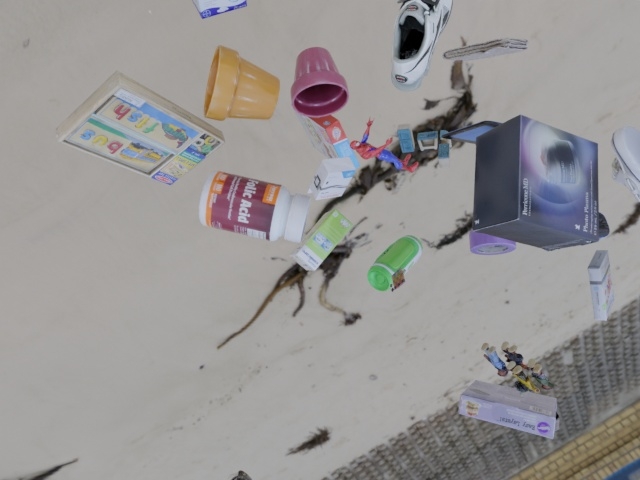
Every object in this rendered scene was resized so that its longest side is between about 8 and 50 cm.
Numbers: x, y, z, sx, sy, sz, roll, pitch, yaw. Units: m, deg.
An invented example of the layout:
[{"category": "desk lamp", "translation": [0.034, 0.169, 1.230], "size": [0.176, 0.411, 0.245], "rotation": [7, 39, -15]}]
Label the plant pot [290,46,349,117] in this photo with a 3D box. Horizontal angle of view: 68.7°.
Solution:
[{"category": "plant pot", "translation": [-0.011, -0.564, 1.643], "size": [0.201, 0.180, 0.201], "rotation": [-7, 162, -2]}]

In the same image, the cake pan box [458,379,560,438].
[{"category": "cake pan box", "translation": [0.575, 0.499, 1.412], "size": [0.246, 0.267, 0.070], "rotation": [7, 89, -63]}]

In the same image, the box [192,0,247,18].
[{"category": "box", "translation": [-0.256, -0.635, 1.146], "size": [0.126, 0.072, 0.137], "rotation": [-23, 160, -12]}]

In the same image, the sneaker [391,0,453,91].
[{"category": "sneaker", "translation": [0.248, -0.551, 1.148], "size": [0.146, 0.123, 0.330], "rotation": [23, 79, -73]}]

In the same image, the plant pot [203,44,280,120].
[{"category": "plant pot", "translation": [-0.227, -0.440, 1.373], "size": [0.188, 0.205, 0.205], "rotation": [10, 131, -22]}]

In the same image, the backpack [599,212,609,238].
[{"category": "backpack", "translation": [0.853, -0.042, 1.506], "size": [0.114, 0.105, 0.084], "rotation": [-5, 163, -4]}]

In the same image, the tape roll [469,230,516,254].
[{"category": "tape roll", "translation": [0.740, 0.001, 2.019], "size": [0.189, 0.080, 0.189], "rotation": [1, 162, 0]}]

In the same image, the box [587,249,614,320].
[{"category": "box", "translation": [0.909, 0.143, 1.516], "size": [0.145, 0.038, 0.186], "rotation": [-31, 112, -44]}]

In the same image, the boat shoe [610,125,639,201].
[{"category": "boat shoe", "translation": [0.734, -0.168, 1.100], "size": [0.268, 0.096, 0.088], "rotation": [26, 158, -31]}]

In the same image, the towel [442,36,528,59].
[{"category": "towel", "translation": [0.653, -0.749, 1.849], "size": [0.187, 0.282, 0.049], "rotation": [-16, 107, -39]}]

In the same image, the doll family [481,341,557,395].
[{"category": "doll family", "translation": [0.470, 0.309, 1.121], "size": [0.076, 0.193, 0.111], "rotation": [-43, 119, 0]}]

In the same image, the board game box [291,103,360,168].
[{"category": "board game box", "translation": [0.019, -0.435, 1.927], "size": [0.064, 0.316, 0.242], "rotation": [-37, 134, -5]}]

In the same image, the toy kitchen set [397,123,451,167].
[{"category": "toy kitchen set", "translation": [0.418, -0.384, 1.900], "size": [0.207, 0.166, 0.122], "rotation": [-2, 141, 22]}]

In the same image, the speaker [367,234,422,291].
[{"category": "speaker", "translation": [0.320, 0.092, 1.990], "size": [0.296, 0.131, 0.131], "rotation": [-39, 156, -41]}]

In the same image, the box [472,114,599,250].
[{"category": "box", "translation": [0.600, -0.149, 1.306], "size": [0.294, 0.296, 0.183], "rotation": [11, 166, -20]}]

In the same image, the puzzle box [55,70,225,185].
[{"category": "puzzle box", "translation": [-0.522, -0.312, 1.407], "size": [0.272, 0.052, 0.409], "rotation": [-32, 155, 21]}]

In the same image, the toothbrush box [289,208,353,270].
[{"category": "toothbrush box", "translation": [0.000, 0.000, 2.210], "size": [0.283, 0.122, 0.206], "rotation": [-51, -172, -10]}]

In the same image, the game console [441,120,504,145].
[{"category": "game console", "translation": [0.600, -0.304, 1.636], "size": [0.173, 0.250, 0.293], "rotation": [-26, -171, -12]}]

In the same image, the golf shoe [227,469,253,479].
[{"category": "golf shoe", "translation": [-0.152, 0.463, 0.844], "size": [0.077, 0.094, 0.198], "rotation": [-37, 146, -19]}]

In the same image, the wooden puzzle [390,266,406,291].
[{"category": "wooden puzzle", "translation": [0.227, 0.112, 1.366], "size": [0.006, 0.049, 0.083], "rotation": [12, 141, -24]}]

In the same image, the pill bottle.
[{"category": "pill bottle", "translation": [-0.246, -0.123, 1.806], "size": [0.392, 0.224, 0.224], "rotation": [13, 136, -1]}]

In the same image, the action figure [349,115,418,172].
[{"category": "action figure", "translation": [0.233, -0.334, 1.640], "size": [0.280, 0.091, 0.139], "rotation": [6, 124, -31]}]

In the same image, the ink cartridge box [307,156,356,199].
[{"category": "ink cartridge box", "translation": [0.034, -0.193, 1.544], "size": [0.104, 0.060, 0.180], "rotation": [-12, 154, -26]}]
